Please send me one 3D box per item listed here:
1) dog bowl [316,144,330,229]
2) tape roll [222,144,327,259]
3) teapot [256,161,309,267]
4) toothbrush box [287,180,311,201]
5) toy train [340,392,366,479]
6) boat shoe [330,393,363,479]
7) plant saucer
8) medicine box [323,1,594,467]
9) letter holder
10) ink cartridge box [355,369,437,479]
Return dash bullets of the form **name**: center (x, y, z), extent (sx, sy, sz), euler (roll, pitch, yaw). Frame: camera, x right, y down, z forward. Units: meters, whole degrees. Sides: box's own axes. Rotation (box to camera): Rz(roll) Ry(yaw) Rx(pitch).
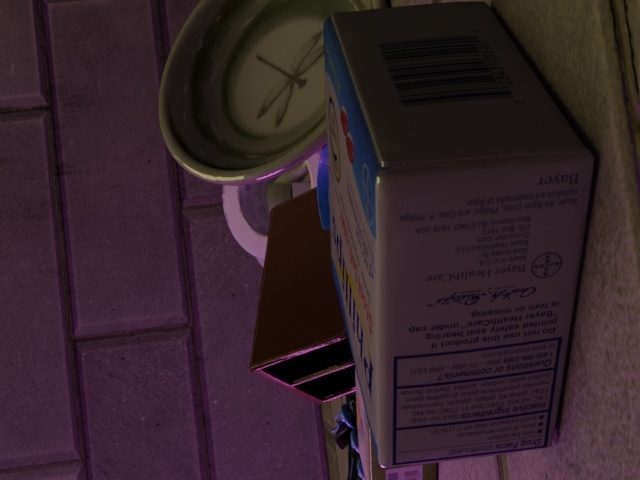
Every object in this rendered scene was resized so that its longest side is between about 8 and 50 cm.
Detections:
- **dog bowl**: center (0.072, 0.007, 1.288), extent (0.166, 0.074, 0.297), euler (134, 124, -66)
- **tape roll**: center (-0.063, -0.096, 1.884), extent (0.090, 0.275, 0.274), euler (1, -100, -52)
- **teapot**: center (-0.047, -0.032, 2.351), extent (0.256, 0.187, 0.252), euler (54, -143, -40)
- **toothbrush box**: center (0.000, 0.000, 2.072), extent (0.295, 0.126, 0.216), euler (113, 152, -81)
- **toy train**: center (0.097, 0.320, 1.550), extent (0.105, 0.080, 0.184), euler (35, -150, -52)
- **boat shoe**: center (0.070, 0.397, 1.994), extent (0.258, 0.089, 0.109), euler (-103, 8, -53)
- **plant saucer**: center (-0.058, -0.250, 1.418), extent (0.100, 0.401, 0.400), euler (34, -141, -50)
- **medicine box**: center (0.095, -0.010, 0.800), extent (0.263, 0.149, 0.289), euler (-103, 9, -54)
- **letter holder**: center (0.032, 0.068, 1.504), extent (0.152, 0.214, 0.301), euler (33, -132, -34)
- **ink cartridge box**: center (0.097, 0.229, 1.412), extent (0.255, 0.097, 0.188), euler (-105, 9, -56)
